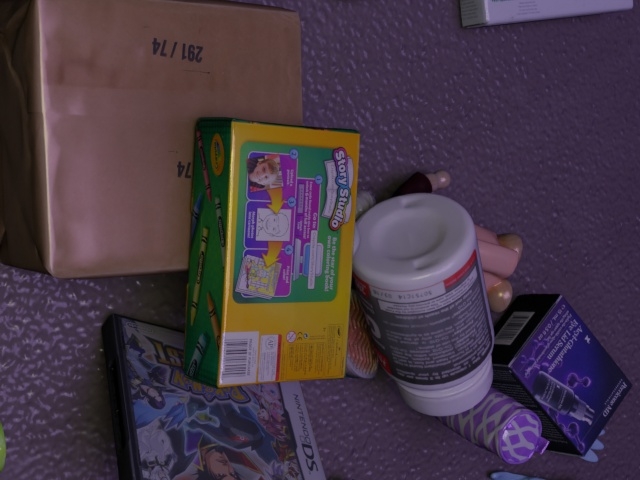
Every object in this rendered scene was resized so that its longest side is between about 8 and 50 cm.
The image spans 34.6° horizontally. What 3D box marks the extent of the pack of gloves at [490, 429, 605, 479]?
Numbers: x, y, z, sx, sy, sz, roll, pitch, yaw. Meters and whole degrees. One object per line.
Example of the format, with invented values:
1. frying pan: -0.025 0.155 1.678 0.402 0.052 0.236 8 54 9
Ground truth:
1. pack of gloves: 0.357 0.362 1.668 0.232 0.046 0.195 16 84 -25

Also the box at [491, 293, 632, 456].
1. box: 0.354 0.206 1.583 0.207 0.108 0.153 48 67 -17

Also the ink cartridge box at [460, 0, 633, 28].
1. ink cartridge box: 0.334 -0.499 1.550 0.324 0.071 0.330 -12 100 -32

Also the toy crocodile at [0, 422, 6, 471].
1. toy crocodile: -0.390 0.294 1.081 0.115 0.105 0.340 -1 95 -35

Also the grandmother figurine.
1. grandmother figurine: 0.142 -0.001 1.440 0.342 0.104 0.208 14 79 -38

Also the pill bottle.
1. pill bottle: 0.138 0.091 1.335 0.161 0.161 0.283 -42 137 -25

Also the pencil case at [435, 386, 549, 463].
1. pencil case: 0.221 0.241 1.458 0.088 0.206 0.086 37 86 -35

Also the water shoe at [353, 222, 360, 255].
1. water shoe: 0.000 0.000 1.274 0.073 0.203 0.080 -27 118 -13

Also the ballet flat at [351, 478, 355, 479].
1. ballet flat: 0.075 0.425 1.450 0.077 0.077 0.231 -40 119 -3

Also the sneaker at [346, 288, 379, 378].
1. sneaker: -0.024 0.105 1.338 0.302 0.121 0.108 39 54 -51

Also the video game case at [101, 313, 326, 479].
1. video game case: -0.118 0.218 1.208 0.275 0.248 0.035 20 126 -34

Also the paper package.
1. paper package: -0.189 -0.119 1.151 0.325 0.168 0.309 -5 97 -34

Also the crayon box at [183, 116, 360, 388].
1. crayon box: -0.051 0.012 1.108 0.165 0.081 0.278 1 94 -36
